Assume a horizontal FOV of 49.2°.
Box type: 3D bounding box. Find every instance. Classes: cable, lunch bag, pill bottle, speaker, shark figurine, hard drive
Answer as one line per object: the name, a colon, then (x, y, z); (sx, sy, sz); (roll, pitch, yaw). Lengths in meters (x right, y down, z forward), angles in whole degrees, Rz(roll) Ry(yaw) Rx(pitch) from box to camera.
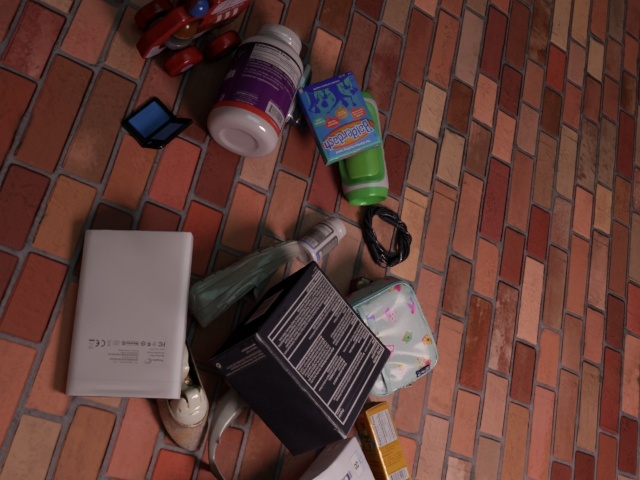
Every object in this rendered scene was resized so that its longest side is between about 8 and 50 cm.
cable: (0.188, -0.020, 1.955); (0.150, 0.047, 0.184); (-24, 90, -34)
lunch bag: (0.164, 0.251, 1.787); (0.224, 0.108, 0.279); (-26, 103, -17)
pill bottle: (0.000, 0.000, 1.816); (0.137, 0.078, 0.078); (-40, 100, -32)
speaker: (0.110, -0.251, 1.921); (0.131, 0.131, 0.296); (0, 78, -32)
pill bottle: (-0.153, -0.382, 1.761); (0.181, 0.181, 0.323); (28, 64, -23)
shark figurine: (-0.184, 0.394, 1.555); (0.166, 0.116, 0.278); (57, 48, -36)
hard drive: (-0.401, 0.153, 1.488); (0.233, 0.047, 0.353); (1, 75, 1)

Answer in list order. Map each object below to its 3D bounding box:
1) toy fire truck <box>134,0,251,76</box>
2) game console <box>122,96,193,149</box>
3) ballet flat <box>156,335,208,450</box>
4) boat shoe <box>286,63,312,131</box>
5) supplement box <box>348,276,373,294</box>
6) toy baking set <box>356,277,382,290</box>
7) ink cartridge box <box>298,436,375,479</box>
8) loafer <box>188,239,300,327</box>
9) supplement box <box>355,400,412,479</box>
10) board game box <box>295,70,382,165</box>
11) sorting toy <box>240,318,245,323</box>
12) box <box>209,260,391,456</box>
toy fire truck: (-0.289, -0.537, 1.674); (0.302, 0.254, 0.169); (-34, 96, -33)
game console: (-0.386, -0.280, 1.660); (0.122, 0.107, 0.071); (-48, 132, -31)
ballet flat: (-0.309, 0.308, 1.529); (0.107, 0.106, 0.316); (-18, 87, -35)
boat shoe: (-0.045, -0.386, 1.902); (0.083, 0.065, 0.183); (28, 72, -23)
supplement box: (0.126, 0.132, 1.873); (0.083, 0.055, 0.043); (20, 68, -25)
toy baking set: (0.127, 0.212, 1.845); (0.197, 0.030, 0.256); (41, 81, -20)
ink cartridge box: (0.045, 0.662, 1.558); (0.308, 0.091, 0.385); (66, 24, -1)
loafer: (-0.176, 0.096, 1.671); (0.319, 0.112, 0.111); (-29, 98, -26)
supplement box: (0.158, 0.530, 1.776); (0.080, 0.078, 0.233); (-13, 84, -30)
board game box: (0.047, -0.321, 1.837); (0.160, 0.047, 0.210); (-22, 84, -12)
sorting toy: (-0.069, 0.231, 1.726); (0.208, 0.038, 0.193); (-33, 95, -26)
box: (-0.037, 0.261, 1.562); (0.294, 0.183, 0.296); (50, 38, -8)
